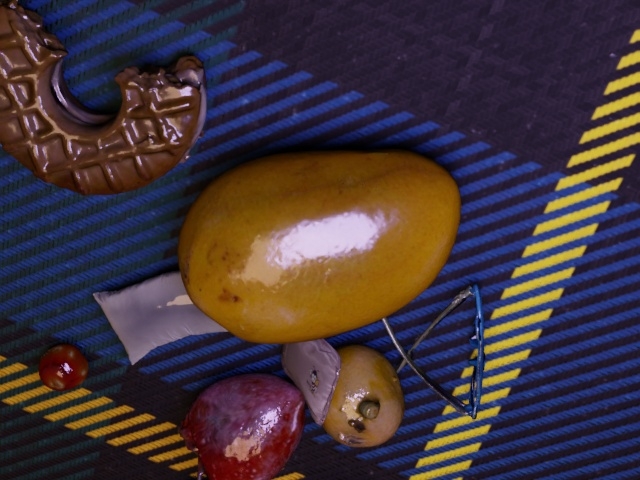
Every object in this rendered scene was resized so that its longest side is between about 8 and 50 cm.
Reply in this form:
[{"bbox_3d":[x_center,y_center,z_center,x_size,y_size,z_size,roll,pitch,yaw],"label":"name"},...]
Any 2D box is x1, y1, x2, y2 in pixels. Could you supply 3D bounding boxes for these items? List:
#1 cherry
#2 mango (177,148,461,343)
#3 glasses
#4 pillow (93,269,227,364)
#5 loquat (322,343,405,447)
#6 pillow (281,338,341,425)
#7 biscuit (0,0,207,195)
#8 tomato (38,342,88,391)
[{"bbox_3d":[-0.120,0.318,1.917,0.250,0.192,0.175,-38,140,22],"label":"cherry"},{"bbox_3d":[0.000,0.000,1.718,0.446,0.232,0.300,-18,106,8],"label":"mango"},{"bbox_3d":[0.196,0.167,1.854,0.207,0.102,0.239,20,123,32],"label":"glasses"},{"bbox_3d":[-0.247,0.121,1.901,0.254,0.078,0.144,-17,111,17],"label":"pillow"},{"bbox_3d":[0.062,0.259,1.850,0.150,0.204,0.172,-19,101,-4],"label":"loquat"},{"bbox_3d":[-0.019,0.195,1.821,0.038,0.232,0.130,8,113,-23],"label":"pillow"},{"bbox_3d":[-0.361,-0.205,1.746,0.366,0.115,0.268,23,118,1],"label":"biscuit"},{"bbox_3d":[-0.457,0.228,1.997,0.087,0.075,0.087,6,120,10],"label":"tomato"}]
